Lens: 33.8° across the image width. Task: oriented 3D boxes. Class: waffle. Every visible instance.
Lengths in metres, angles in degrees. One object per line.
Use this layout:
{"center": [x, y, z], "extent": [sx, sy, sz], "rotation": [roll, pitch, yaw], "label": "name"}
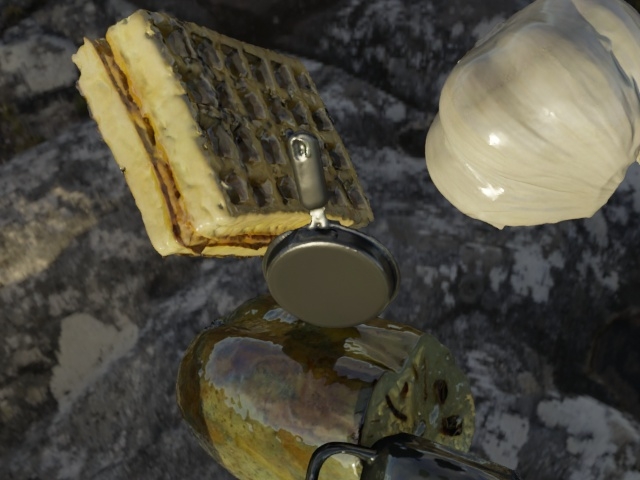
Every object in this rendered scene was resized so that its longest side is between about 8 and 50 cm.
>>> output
{"center": [-0.092, -0.102, 1.195], "extent": [0.114, 0.376, 0.261], "rotation": [-28, 79, 23], "label": "waffle"}

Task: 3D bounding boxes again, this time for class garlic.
{"center": [0.183, -0.108, 0.897], "extent": [0.178, 0.143, 0.229], "rotation": [45, 112, 16], "label": "garlic"}

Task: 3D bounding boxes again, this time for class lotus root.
{"center": [-0.016, 0.188, 1.239], "extent": [0.346, 0.250, 0.250], "rotation": [15, 58, 38], "label": "lotus root"}

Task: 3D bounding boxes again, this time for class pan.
{"center": [0.000, 0.000, 0.990], "extent": [0.136, 0.235, 0.028], "rotation": [-3, 40, 13], "label": "pan"}

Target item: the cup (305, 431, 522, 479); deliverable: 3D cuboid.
{"center": [0.083, 0.276, 1.011], "extent": [0.223, 0.169, 0.177], "rotation": [20, 83, -9], "label": "cup"}
